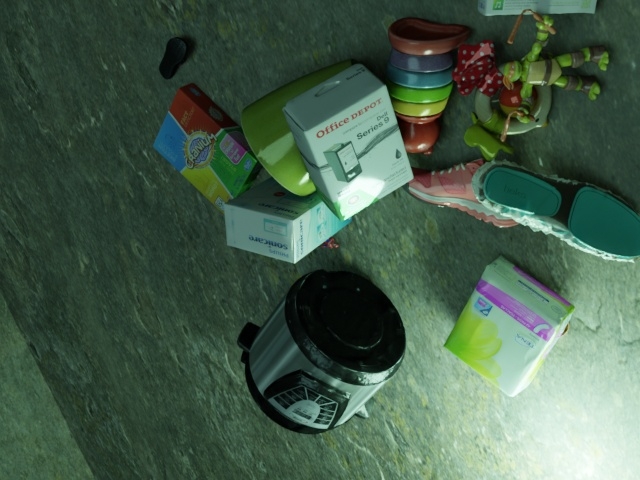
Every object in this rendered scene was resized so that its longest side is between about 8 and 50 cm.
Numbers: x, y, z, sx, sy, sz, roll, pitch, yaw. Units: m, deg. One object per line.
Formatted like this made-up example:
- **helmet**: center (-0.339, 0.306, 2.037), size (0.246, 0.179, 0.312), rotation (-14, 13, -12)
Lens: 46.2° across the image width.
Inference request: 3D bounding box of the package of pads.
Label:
- **package of pads**: center (0.465, 0.218, 1.859), size (0.229, 0.101, 0.296), rotation (38, 131, 22)

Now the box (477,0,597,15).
- **box**: center (0.429, -0.592, 1.413), size (0.232, 0.058, 0.321), rotation (-3, 120, -9)

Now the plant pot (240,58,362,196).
- **plant pot**: center (0.005, -0.302, 1.840), size (0.294, 0.275, 0.274), rotation (-35, 91, 23)

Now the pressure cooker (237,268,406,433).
- **pressure cooker**: center (-0.002, 0.330, 2.089), size (0.420, 0.376, 0.369), rotation (-53, 55, 40)

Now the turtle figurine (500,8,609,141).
- **turtle figurine**: center (0.460, -0.333, 1.531), size (0.218, 0.087, 0.269), rotation (0, 115, -8)

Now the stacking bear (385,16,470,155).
- **stacking bear**: center (0.226, -0.338, 1.716), size (0.175, 0.164, 0.289), rotation (18, 127, 27)

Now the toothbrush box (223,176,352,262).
- **toothbrush box**: center (-0.079, -0.073, 1.968), size (0.216, 0.295, 0.126), rotation (15, 121, 29)

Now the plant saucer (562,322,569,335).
- **plant saucer**: center (0.570, 0.199, 1.845), size (0.084, 0.013, 0.083), rotation (16, 122, 27)

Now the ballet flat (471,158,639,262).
- **ballet flat**: center (0.518, -0.076, 1.648), size (0.409, 0.147, 0.147), rotation (23, 128, -5)

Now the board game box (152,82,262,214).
- **board game box**: center (-0.325, -0.263, 2.192), size (0.316, 0.064, 0.242), rotation (43, 130, 9)

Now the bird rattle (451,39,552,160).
- **bird rattle**: center (0.394, -0.314, 1.630), size (0.207, 0.143, 0.253), rotation (-8, 113, 6)

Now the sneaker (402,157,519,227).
- **sneaker**: center (0.339, -0.142, 1.782), size (0.314, 0.116, 0.136), rotation (20, 113, 17)

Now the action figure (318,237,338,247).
- **action figure**: center (0.000, 0.000, 2.130), size (0.115, 0.030, 0.038), rotation (16, 117, 25)

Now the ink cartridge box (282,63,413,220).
- **ink cartridge box**: center (0.067, -0.218, 1.697), size (0.121, 0.211, 0.289), rotation (52, 172, 44)

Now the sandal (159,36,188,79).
- **sandal**: center (-0.414, -0.524, 2.140), size (0.067, 0.040, 0.179), rotation (58, 146, 2)
